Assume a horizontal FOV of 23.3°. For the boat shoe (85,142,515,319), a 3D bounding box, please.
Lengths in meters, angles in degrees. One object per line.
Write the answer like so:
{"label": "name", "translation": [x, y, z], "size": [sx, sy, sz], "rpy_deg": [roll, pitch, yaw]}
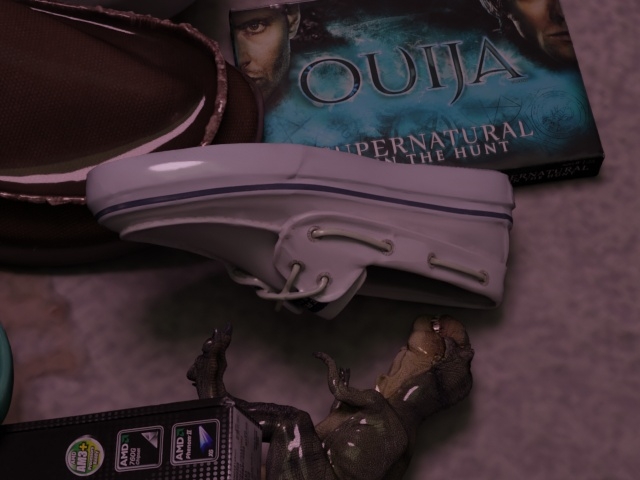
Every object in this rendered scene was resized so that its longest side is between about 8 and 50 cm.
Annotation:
{"label": "boat shoe", "translation": [0.000, 0.000, 0.748], "size": [0.226, 0.083, 0.076], "rpy_deg": [1, 79, -24]}

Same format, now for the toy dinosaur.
{"label": "toy dinosaur", "translation": [-0.028, 0.117, 0.735], "size": [0.118, 0.064, 0.268], "rpy_deg": [33, 70, 6]}

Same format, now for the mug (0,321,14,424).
{"label": "mug", "translation": [-0.216, 0.027, 0.727], "size": [0.158, 0.129, 0.097], "rpy_deg": [47, 56, -18]}

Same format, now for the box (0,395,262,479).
{"label": "box", "translation": [-0.117, 0.172, 0.678], "size": [0.184, 0.045, 0.191], "rpy_deg": [-7, 63, 17]}

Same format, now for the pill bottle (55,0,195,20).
{"label": "pill bottle", "translation": [-0.136, -0.287, 0.865], "size": [0.176, 0.176, 0.319], "rpy_deg": [1, 64, -2]}

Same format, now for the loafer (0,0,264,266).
{"label": "loafer", "translation": [-0.211, -0.076, 0.782], "size": [0.366, 0.130, 0.134], "rpy_deg": [4, 64, 0]}

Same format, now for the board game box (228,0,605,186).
{"label": "board game box", "translation": [0.050, -0.082, 0.853], "size": [0.186, 0.026, 0.126], "rpy_deg": [-8, 65, -6]}
